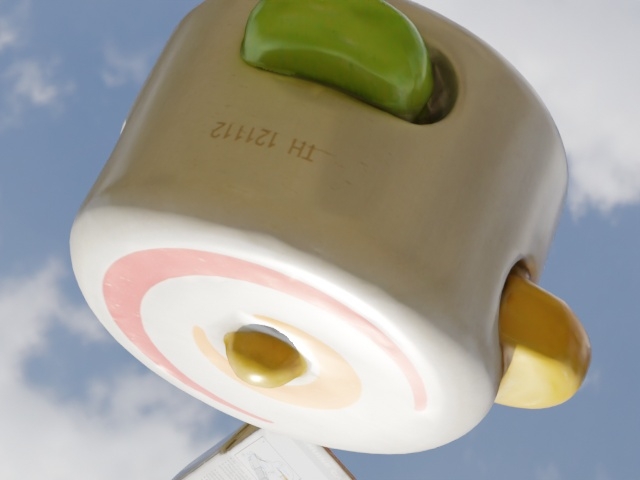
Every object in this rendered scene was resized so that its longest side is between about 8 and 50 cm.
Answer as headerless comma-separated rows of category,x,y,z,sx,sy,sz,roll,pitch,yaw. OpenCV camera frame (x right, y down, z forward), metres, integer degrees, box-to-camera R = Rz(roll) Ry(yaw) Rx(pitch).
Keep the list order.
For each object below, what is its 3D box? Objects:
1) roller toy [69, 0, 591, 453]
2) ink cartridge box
roller toy,0.000,0.000,0.642,0.191,0.209,0.146,-11,-134,46
ink cartridge box,0.018,0.289,1.380,0.296,0.261,0.066,49,-133,-2
